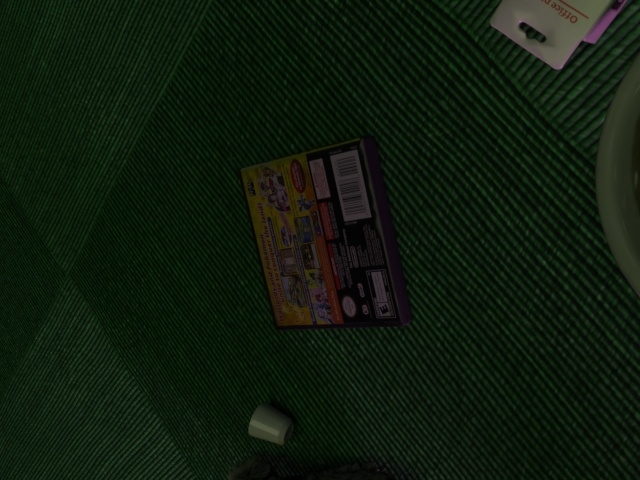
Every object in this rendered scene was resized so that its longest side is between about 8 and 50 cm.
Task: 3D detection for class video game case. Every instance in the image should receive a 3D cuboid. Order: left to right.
[{"bbox_3d":[0.000,0.000,0.944,0.248,0.035,0.275,-8,98,37],"label":"video game case"}]

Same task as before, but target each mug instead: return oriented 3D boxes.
[{"bbox_3d":[-0.079,0.324,1.081,0.064,0.078,0.062,17,79,23],"label":"mug"}]

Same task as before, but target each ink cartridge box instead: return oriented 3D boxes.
[{"bbox_3d":[0.275,-0.283,0.650,0.104,0.060,0.180,44,123,19],"label":"ink cartridge box"}]

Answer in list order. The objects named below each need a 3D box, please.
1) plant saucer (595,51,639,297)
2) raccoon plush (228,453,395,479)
[{"bbox_3d":[0.447,-0.064,0.508,0.400,0.100,0.401,-12,70,37],"label":"plant saucer"},{"bbox_3d":[0.046,0.519,1.002,0.446,0.216,0.299,9,125,65],"label":"raccoon plush"}]
